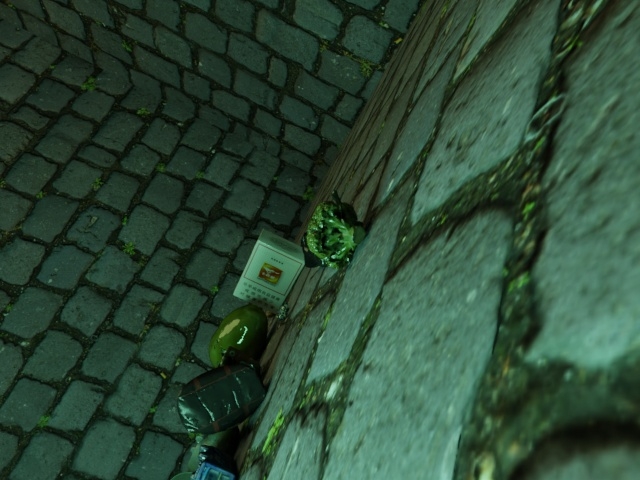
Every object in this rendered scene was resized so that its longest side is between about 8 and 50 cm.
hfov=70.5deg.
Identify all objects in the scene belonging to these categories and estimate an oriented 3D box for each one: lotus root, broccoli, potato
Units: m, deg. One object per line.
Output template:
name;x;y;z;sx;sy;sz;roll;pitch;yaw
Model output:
lotus root;-0.274;0.558;1.201;0.192;0.088;0.113;-74;-5;-57
broccoli;0.032;-0.015;0.878;0.120;0.130;0.131;12;55;48
potato;-0.320;0.396;1.794;0.304;0.216;0.216;-53;7;8

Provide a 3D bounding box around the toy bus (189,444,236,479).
toy bus;-0.238;0.517;1.013;0.236;0.094;0.079;126;162;-70

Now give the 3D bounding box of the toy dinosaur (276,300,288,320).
toy dinosaur;-0.129;0.245;1.571;0.047;0.031;0.083;-60;7;25

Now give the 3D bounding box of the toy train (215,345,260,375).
toy train;-0.285;0.449;1.459;0.129;0.159;0.326;-64;1;-33

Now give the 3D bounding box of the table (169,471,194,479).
table;-0.382;0.732;1.199;0.220;0.126;0.126;-61;6;25

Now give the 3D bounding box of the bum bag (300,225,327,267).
bum bag;0.000;0.000;1.173;0.340;0.095;0.144;148;133;-82

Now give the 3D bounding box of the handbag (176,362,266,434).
handbag;-0.259;0.410;1.175;0.215;0.155;0.169;-20;-10;-19

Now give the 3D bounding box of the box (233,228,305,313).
box;-0.205;0.135;1.864;0.095;0.210;0.330;-73;10;-54

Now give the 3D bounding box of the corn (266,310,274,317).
corn;-0.212;0.306;2.044;0.037;0.037;0.092;138;156;-76

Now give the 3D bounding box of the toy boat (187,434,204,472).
toy boat;-0.400;0.733;1.539;0.319;0.092;0.141;-95;30;-78
